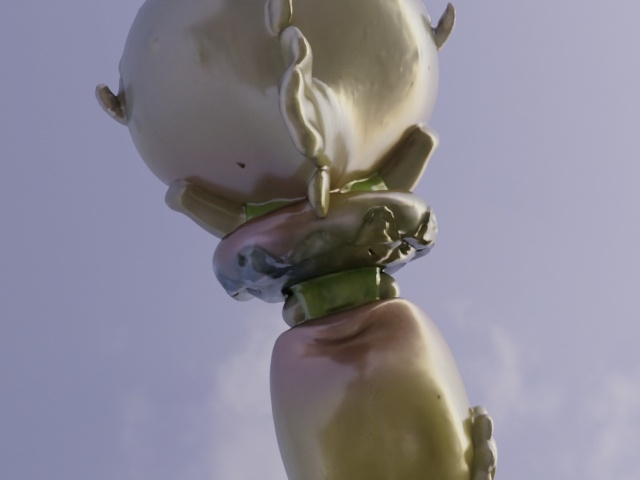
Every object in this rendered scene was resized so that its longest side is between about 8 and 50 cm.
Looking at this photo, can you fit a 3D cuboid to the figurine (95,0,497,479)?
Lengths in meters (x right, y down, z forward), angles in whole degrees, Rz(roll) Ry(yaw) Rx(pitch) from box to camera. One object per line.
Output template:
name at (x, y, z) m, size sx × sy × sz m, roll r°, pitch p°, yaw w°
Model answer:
figurine at (0.000, 0.000, 0.885) m, size 0.226 × 0.274 × 0.394 m, roll -14°, pitch -105°, yaw 1°
